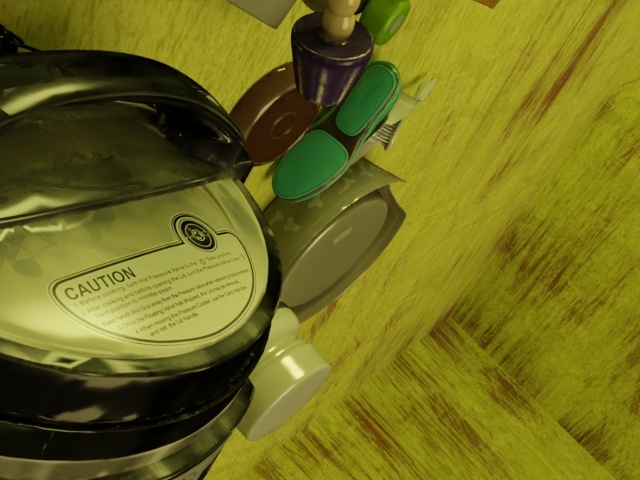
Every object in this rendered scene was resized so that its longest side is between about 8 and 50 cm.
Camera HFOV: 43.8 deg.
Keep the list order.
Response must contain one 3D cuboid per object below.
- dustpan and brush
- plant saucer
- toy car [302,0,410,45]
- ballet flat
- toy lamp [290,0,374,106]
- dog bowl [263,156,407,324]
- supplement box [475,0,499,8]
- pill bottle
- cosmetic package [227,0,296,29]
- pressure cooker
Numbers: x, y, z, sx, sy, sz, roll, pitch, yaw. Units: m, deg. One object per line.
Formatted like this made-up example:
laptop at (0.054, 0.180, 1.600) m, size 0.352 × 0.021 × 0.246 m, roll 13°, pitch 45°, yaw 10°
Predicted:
dustpan and brush at (0.122, -0.198, 1.235) m, size 0.147 × 0.060 × 0.211 m, roll -39°, pitch -161°, yaw 56°
plant saucer at (-0.056, -0.154, 1.027) m, size 0.168 × 0.029 × 0.168 m, roll -39°, pitch 161°, yaw -16°
toy car at (0.058, -0.299, 0.803) m, size 0.149 × 0.155 × 0.188 m, roll -55°, pitch 171°, yaw 28°
ballet flat at (0.030, -0.150, 1.141) m, size 0.247 × 0.083 × 0.087 m, roll -48°, pitch 175°, yaw 15°
toy lamp at (0.024, -0.231, 0.662) m, size 0.080 × 0.080 × 0.275 m, roll -31°, pitch 151°, yaw -35°
dog bowl at (0.000, 0.000, 1.351) m, size 0.348 × 0.102 × 0.349 m, roll -40°, pitch 160°, yaw -17°
supplement box at (0.180, -0.359, 1.014) m, size 0.233 × 0.078 × 0.080 m, roll -12°, pitch 143°, yaw -57°
pill bottle at (-0.130, 0.107, 1.021) m, size 0.161 × 0.283 × 0.161 m, roll -39°, pitch 160°, yaw -17°
cosmetic package at (-0.084, -0.269, 0.618) m, size 0.127 × 0.107 × 0.238 m, roll -54°, pitch 157°, yaw 15°
pressure cooker at (-0.237, 0.048, 0.564) m, size 0.375 × 0.370 × 0.420 m, roll 23°, pitch 119°, yaw -23°
